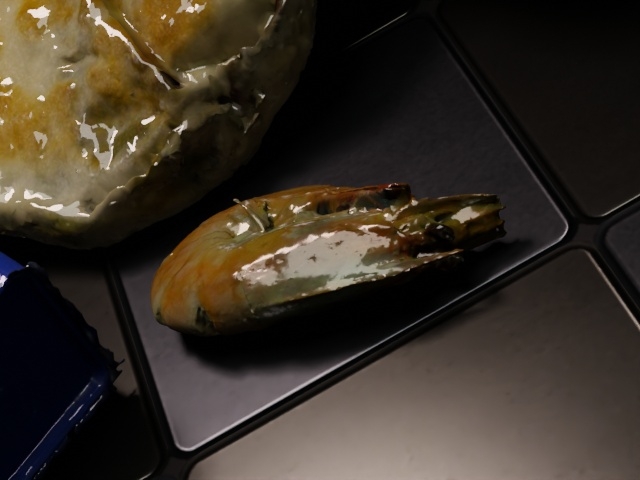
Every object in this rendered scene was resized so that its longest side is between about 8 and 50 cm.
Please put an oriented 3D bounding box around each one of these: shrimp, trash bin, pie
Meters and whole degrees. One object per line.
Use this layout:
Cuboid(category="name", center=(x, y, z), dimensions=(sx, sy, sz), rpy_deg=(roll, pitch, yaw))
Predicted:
Cuboid(category="shrimp", center=(-0.001, -0.002, 0.920), dimensions=(0.217, 0.051, 0.115), rpy_deg=(-13, 42, 25))
Cuboid(category="trash bin", center=(-0.250, 0.043, 0.941), dimensions=(0.234, 0.184, 0.162), rpy_deg=(23, 66, 38))
Cuboid(category="pie", center=(-0.146, -0.156, 1.060), dimensions=(0.339, 0.077, 0.339), rpy_deg=(-5, 78, 25))
